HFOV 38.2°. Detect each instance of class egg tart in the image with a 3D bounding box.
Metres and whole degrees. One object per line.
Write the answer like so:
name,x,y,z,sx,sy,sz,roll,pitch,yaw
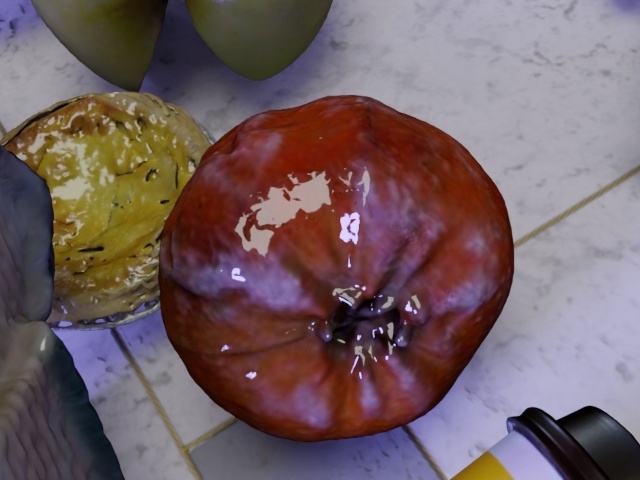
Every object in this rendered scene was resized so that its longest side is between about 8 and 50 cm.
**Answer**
egg tart,-0.184,-0.021,0.769,0.234,0.094,0.234,-3,59,5

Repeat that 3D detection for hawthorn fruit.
hawthorn fruit,0.000,0.000,0.663,0.242,0.242,0.271,-17,28,-3

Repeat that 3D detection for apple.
apple,-0.122,-0.276,0.839,0.292,0.292,0.254,-2,51,7

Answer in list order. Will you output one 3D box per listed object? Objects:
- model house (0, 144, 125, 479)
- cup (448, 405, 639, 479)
model house,-0.254,0.089,0.560,0.243,0.298,0.284,-11,24,13
cup,0.085,0.229,0.516,0.280,0.196,0.196,-31,57,-4
